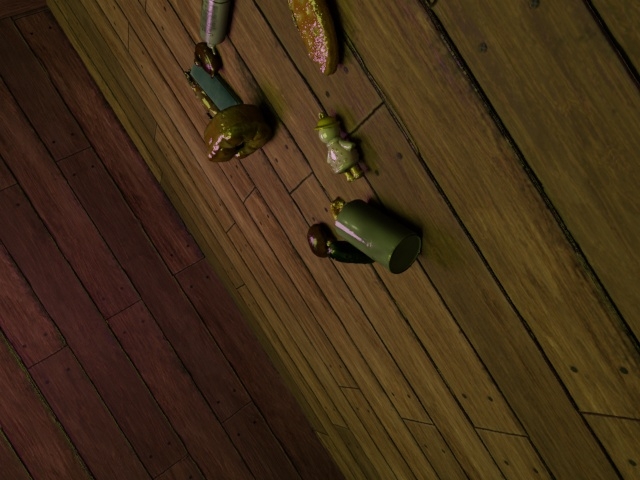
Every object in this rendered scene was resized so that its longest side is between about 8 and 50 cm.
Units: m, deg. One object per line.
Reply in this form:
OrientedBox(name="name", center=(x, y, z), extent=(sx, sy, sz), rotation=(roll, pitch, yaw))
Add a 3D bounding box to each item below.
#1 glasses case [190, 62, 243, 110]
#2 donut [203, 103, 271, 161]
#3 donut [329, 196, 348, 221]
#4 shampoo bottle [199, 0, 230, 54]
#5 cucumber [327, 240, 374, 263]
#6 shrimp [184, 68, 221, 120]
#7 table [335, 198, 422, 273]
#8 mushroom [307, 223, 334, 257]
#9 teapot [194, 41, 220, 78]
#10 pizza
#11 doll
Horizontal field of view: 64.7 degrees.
OrientedBox(name="glasses case", center=(-0.384, -0.554, 1.859), extent=(0.266, 0.056, 0.105), rotation=(50, 155, 15))
OrientedBox(name="donut", center=(-0.283, -0.362, 1.721), extent=(0.261, 0.208, 0.128), rotation=(-24, 84, 52))
OrientedBox(name="donut", center=(0.070, -0.082, 1.588), extent=(0.108, 0.043, 0.097), rotation=(32, 145, 51))
OrientedBox(name="shampoo bottle", center=(-0.326, -0.688, 1.556), extent=(0.085, 0.085, 0.262), rotation=(55, 156, 6))
OrientedBox(name="cucumber", center=(0.104, 0.039, 1.510), extent=(0.069, 0.227, 0.069), rotation=(-8, 77, 42))
OrientedBox(name="shrimp", center=(-0.448, -0.533, 2.012), extent=(0.296, 0.058, 0.169), rotation=(56, 158, -5))
OrientedBox(name="table", center=(0.157, -0.014, 1.399), extent=(0.220, 0.126, 0.126), rotation=(37, 149, 38))
OrientedBox(name="mushroom", center=(0.000, 0.000, 1.786), extent=(0.127, 0.087, 0.127), rotation=(163, 90, -84))
OrientedBox(name="teapot", center=(-0.403, -0.630, 1.774), extent=(0.129, 0.078, 0.098), rotation=(59, 156, -2))
OrientedBox(name="pizza", center=(-0.008, -0.518, 1.195), extent=(0.127, 0.058, 0.246), rotation=(0, 121, 60))
OrientedBox(name="doll", center=(0.047, -0.255, 1.379), extent=(0.129, 0.081, 0.207), rotation=(-21, 98, 58))
